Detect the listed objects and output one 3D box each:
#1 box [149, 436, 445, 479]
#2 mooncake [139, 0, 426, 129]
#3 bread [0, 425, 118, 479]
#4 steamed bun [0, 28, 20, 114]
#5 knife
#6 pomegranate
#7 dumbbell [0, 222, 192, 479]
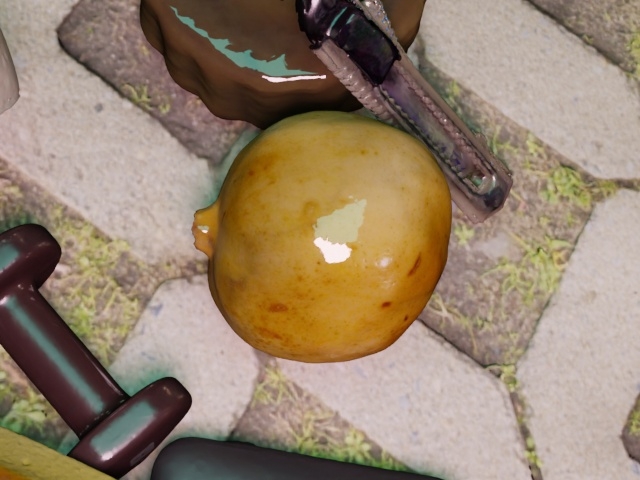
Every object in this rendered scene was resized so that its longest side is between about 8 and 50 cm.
[{"bbox_3d":[-0.020,0.325,1.204,0.290,0.073,0.289,10,70,-5],"label":"box"},{"bbox_3d":[-0.039,-0.251,1.347,0.290,0.161,0.290,2,72,-6],"label":"mooncake"},{"bbox_3d":[-0.310,0.203,1.142,0.361,0.077,0.138,23,113,9],"label":"bread"},{"bbox_3d":[-0.415,-0.124,1.157,0.324,0.324,0.206,-38,103,-18],"label":"steamed bun"},{"bbox_3d":[0.086,-0.129,1.267,0.089,0.365,0.043,-47,41,-3],"label":"knife"},{"bbox_3d":[0.007,0.001,1.242,0.233,0.233,0.233,3,71,-8],"label":"pomegranate"},{"bbox_3d":[-0.227,0.105,1.216,0.140,0.124,0.225,-41,82,-18],"label":"dumbbell"}]
